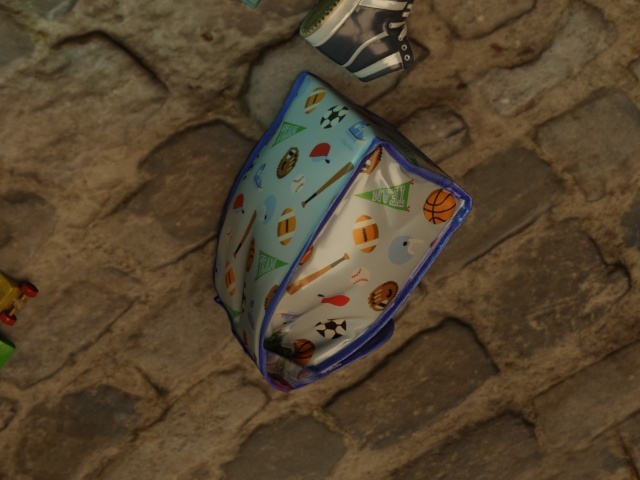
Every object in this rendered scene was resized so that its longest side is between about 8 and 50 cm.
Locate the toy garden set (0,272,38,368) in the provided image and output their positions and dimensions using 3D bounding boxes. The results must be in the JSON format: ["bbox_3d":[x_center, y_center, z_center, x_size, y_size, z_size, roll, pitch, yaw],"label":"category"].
[{"bbox_3d":[-0.564,0.100,2.013,0.244,0.049,0.204,33,101,-25],"label":"toy garden set"}]

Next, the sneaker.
[{"bbox_3d":[0.118,-0.359,1.990,0.282,0.099,0.153,-44,113,12],"label":"sneaker"}]

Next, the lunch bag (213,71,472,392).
[{"bbox_3d":[0.000,0.000,1.985,0.239,0.328,0.385,30,99,-27],"label":"lunch bag"}]

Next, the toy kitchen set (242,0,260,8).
[{"bbox_3d":[-0.121,-0.445,1.869,0.207,0.122,0.166,34,99,-26],"label":"toy kitchen set"}]
